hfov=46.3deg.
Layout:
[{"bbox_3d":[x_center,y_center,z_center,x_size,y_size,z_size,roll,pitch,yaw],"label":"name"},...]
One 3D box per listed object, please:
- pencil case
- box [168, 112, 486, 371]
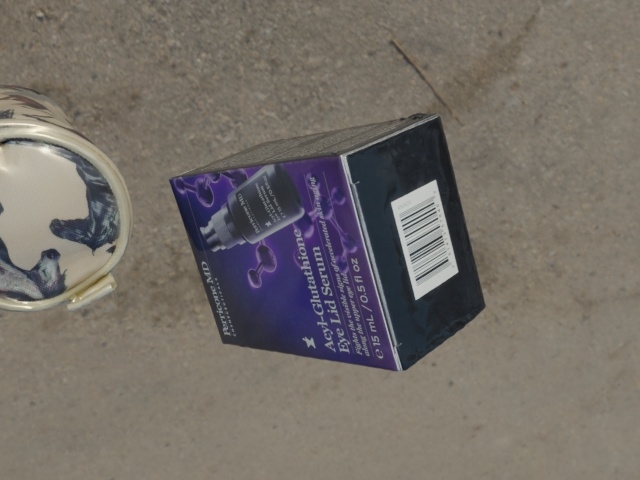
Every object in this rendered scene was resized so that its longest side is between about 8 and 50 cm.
[{"bbox_3d":[-0.302,-0.058,0.766,0.160,0.410,0.183,-43,118,-7],"label":"pencil case"},{"bbox_3d":[0.000,0.000,0.572,0.108,0.207,0.153,-28,107,-40],"label":"box"}]
